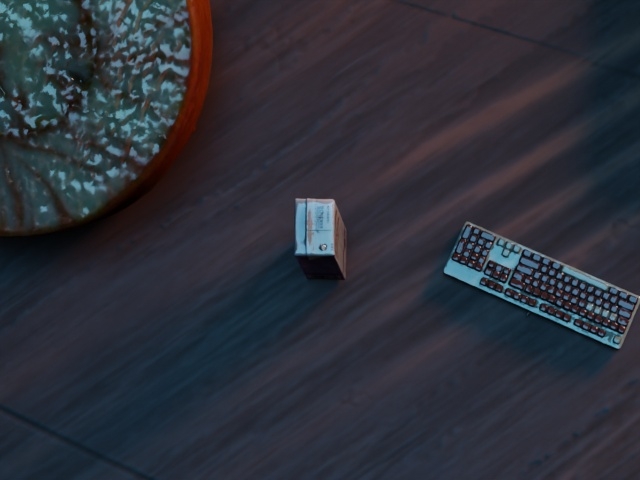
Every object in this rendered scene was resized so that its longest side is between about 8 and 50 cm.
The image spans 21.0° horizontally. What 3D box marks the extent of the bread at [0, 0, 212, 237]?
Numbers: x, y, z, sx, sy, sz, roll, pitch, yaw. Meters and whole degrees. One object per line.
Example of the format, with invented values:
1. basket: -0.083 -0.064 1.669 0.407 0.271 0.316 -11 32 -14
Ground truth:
1. bread: -0.241 -0.160 1.471 0.295 0.114 0.328 27 98 3

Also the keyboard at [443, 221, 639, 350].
1. keyboard: 0.190 0.040 1.488 0.165 0.017 0.055 24 81 7

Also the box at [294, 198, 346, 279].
1. box: 0.000 0.000 1.457 0.036 0.117 0.051 -1 77 6
